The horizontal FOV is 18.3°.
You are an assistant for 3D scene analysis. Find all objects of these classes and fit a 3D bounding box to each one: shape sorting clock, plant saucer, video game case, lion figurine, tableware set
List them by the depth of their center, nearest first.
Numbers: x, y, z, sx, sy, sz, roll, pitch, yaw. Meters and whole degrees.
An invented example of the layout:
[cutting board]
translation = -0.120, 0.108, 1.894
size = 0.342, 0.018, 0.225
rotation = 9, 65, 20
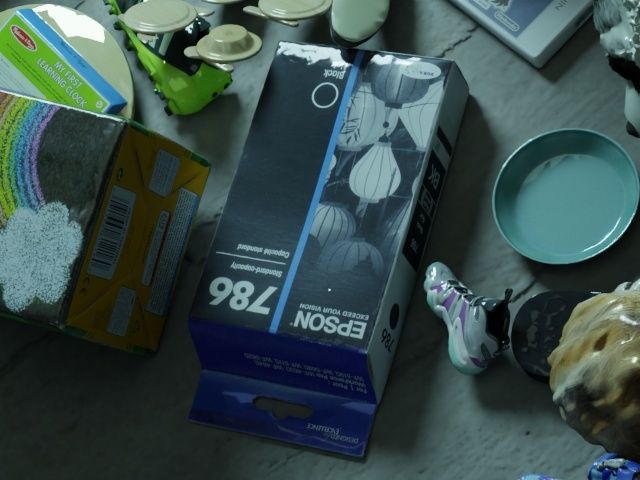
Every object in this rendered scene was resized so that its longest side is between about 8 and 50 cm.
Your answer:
[lion figurine]
translation = 0.349, 0.141, 1.366
size = 0.392, 0.240, 0.142
rotation = 36, 49, 8
[plant saucer]
translation = 0.198, -0.032, 1.588
size = 0.119, 0.021, 0.119
rotation = -8, 64, 16
[video game case]
translation = 0.178, -0.268, 1.699
size = 0.183, 0.023, 0.201
rotation = -46, 60, -4
[tableware set]
translation = -0.079, -0.195, 1.709
size = 0.141, 0.020, 0.168
rotation = 25, 43, 35
[shape sorting clock]
translation = -0.260, -0.113, 1.776
size = 0.206, 0.040, 0.206
rotation = -5, 77, 20

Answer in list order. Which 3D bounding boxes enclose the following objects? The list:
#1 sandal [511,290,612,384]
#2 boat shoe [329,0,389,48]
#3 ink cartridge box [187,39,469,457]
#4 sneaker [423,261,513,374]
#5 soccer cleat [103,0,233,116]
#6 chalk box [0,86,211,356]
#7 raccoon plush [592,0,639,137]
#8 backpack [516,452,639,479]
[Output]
[sandal]
translation = 0.268, 0.070, 1.498
size = 0.254, 0.054, 0.097
rotation = -8, 65, 16
[boat shoe]
translation = 0.031, -0.205, 1.687
size = 0.049, 0.043, 0.137
rotation = 30, 44, -13
[ink cartridge box]
translation = 0.000, 0.000, 1.622
size = 0.165, 0.065, 0.333
rotation = 8, 71, 22
[sneaker]
translation = 0.123, 0.049, 1.555
size = 0.069, 0.038, 0.098
rotation = -39, 64, 38
[soccer cleat]
translation = -0.139, -0.188, 1.763
size = 0.072, 0.060, 0.179
rotation = -29, 66, -7
[chalk box]
translation = -0.271, -0.031, 1.645
size = 0.289, 0.179, 0.180
rotation = 15, 85, 22
[raccoon plush]
translation = 0.401, -0.220, 1.473
size = 0.446, 0.216, 0.299
rotation = -43, 58, 12
[backpack]
translation = 0.199, 0.220, 1.405
size = 0.173, 0.158, 0.117
rotation = 14, 67, 34
